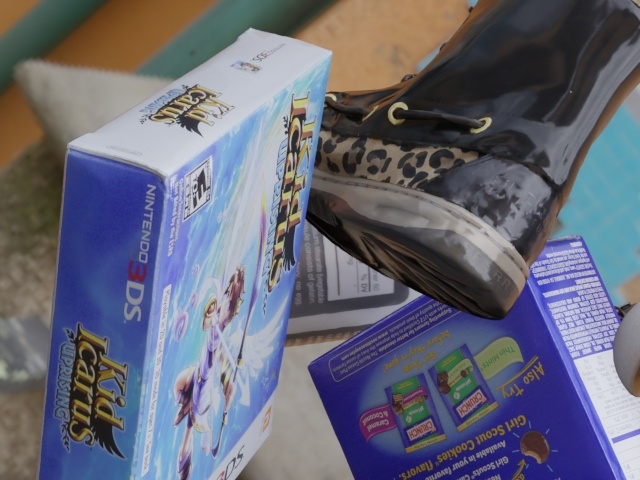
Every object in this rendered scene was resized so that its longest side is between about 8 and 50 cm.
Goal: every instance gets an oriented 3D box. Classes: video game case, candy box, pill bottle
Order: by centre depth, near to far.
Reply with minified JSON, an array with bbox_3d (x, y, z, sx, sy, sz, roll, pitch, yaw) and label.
[{"bbox_3d":[-0.075,0.041,0.917,0.061,0.269,0.244,15,25,13],"label":"video game case"},{"bbox_3d":[0.164,0.194,1.393,0.122,0.268,0.317,-8,71,-46],"label":"candy box"},{"bbox_3d":[0.000,0.000,1.602,0.204,0.361,0.204,174,-90,-81],"label":"pill bottle"}]

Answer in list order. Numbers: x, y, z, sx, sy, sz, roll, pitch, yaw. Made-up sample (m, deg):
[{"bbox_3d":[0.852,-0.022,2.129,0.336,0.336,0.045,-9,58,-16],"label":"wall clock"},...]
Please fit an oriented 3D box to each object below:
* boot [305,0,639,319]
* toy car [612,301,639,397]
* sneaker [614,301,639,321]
[{"bbox_3d":[0.099,-0.115,1.183,0.138,0.284,0.377,41,-5,-27],"label":"boot"},{"bbox_3d":[0.273,0.054,0.978,0.159,0.182,0.136,40,-19,32],"label":"toy car"},{"bbox_3d":[0.314,0.103,1.849,0.083,0.118,0.222,32,-5,41],"label":"sneaker"}]
